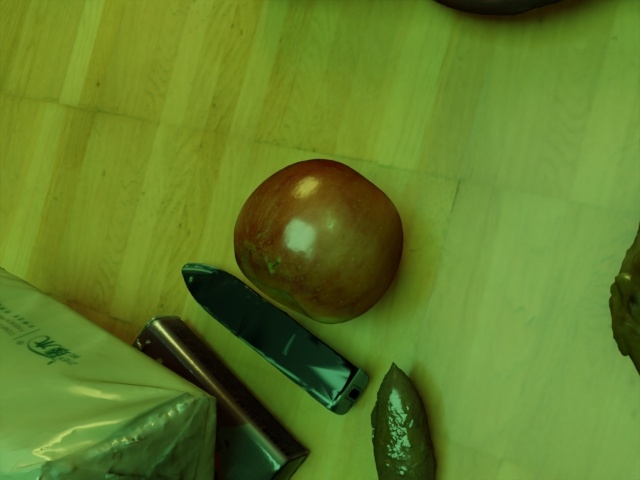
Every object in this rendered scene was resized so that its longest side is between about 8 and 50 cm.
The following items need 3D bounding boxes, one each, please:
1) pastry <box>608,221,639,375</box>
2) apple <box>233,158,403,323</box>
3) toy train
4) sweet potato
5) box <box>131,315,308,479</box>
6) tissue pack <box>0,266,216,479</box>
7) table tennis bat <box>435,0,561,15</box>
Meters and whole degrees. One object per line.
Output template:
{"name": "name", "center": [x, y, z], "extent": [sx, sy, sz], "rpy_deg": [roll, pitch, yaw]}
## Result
{"name": "pastry", "center": [0.361, 0.012, 0.475], "extent": [0.255, 0.162, 0.311], "rpy_deg": [51, 129, 6]}
{"name": "apple", "center": [0.000, 0.000, 0.671], "extent": [0.163, 0.163, 0.139], "rpy_deg": [26, 77, 26]}
{"name": "toy train", "center": [-0.059, 0.092, 0.746], "extent": [0.252, 0.048, 0.055], "rpy_deg": [33, 87, 30]}
{"name": "sweet potato", "center": [0.080, 0.219, 0.660], "extent": [0.068, 0.060, 0.206], "rpy_deg": [-18, 73, 61]}
{"name": "box", "center": [-0.129, 0.196, 0.751], "extent": [0.224, 0.069, 0.120], "rpy_deg": [40, 101, 24]}
{"name": "tissue pack", "center": [-0.297, 0.219, 0.694], "extent": [0.380, 0.207, 0.297], "rpy_deg": [19, 115, 34]}
{"name": "table tennis bat", "center": [0.222, -0.318, 0.641], "extent": [0.414, 0.051, 0.268], "rpy_deg": [43, 100, 33]}
